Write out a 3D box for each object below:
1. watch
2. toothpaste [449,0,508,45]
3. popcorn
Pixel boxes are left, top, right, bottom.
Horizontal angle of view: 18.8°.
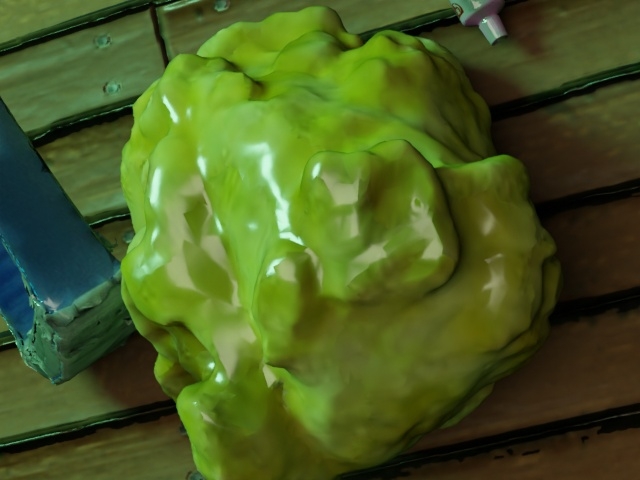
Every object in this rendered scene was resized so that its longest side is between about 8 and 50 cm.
[{"bbox_3d":[-0.203,-0.056,1.113,0.068,0.276,0.274,-34,75,-17],"label":"watch"},{"bbox_3d":[0.066,-0.188,1.135,0.045,0.028,0.170,-30,75,10],"label":"toothpaste"},{"bbox_3d":[0.000,0.000,1.063,0.242,0.235,0.250,-24,46,8],"label":"popcorn"}]
